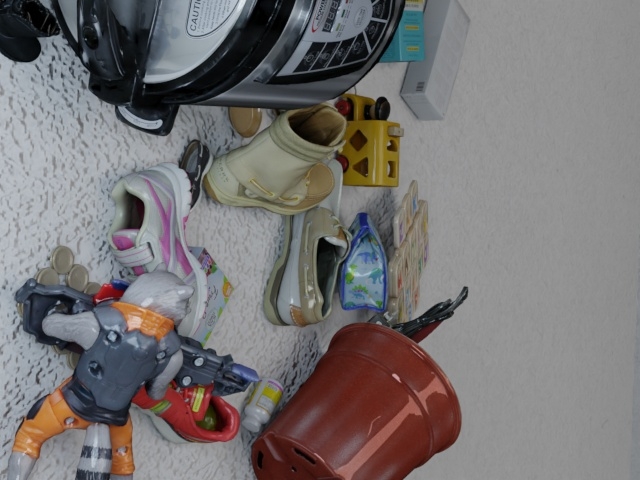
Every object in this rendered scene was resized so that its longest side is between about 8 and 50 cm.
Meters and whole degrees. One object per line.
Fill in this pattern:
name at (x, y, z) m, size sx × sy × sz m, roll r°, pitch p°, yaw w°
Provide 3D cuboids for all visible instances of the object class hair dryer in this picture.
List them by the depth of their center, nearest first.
hair dryer at (0.148, 0.196, 2.007) m, size 0.223 × 0.293 × 0.080 m, roll -14°, pitch 66°, yaw -24°

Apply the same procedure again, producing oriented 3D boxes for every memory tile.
memory tile at (-0.322, 0.088, 1.439) m, size 0.148 × 0.012 × 0.113 m, roll 59°, pitch 45°, yaw -41°

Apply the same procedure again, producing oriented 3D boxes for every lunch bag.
lunch bag at (0.072, 0.035, 1.932) m, size 0.129 × 0.096 × 0.151 m, roll -95°, pitch -172°, yaw -78°

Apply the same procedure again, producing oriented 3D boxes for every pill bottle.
pill bottle at (-0.093, 0.260, 1.776) m, size 0.083 × 0.043 × 0.043 m, roll -61°, pitch 139°, yaw -34°

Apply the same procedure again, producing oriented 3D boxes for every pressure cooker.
pressure cooker at (-0.132, -0.340, 1.394) m, size 0.420 × 0.375 × 0.370 m, roll -6°, pitch 72°, yaw -57°

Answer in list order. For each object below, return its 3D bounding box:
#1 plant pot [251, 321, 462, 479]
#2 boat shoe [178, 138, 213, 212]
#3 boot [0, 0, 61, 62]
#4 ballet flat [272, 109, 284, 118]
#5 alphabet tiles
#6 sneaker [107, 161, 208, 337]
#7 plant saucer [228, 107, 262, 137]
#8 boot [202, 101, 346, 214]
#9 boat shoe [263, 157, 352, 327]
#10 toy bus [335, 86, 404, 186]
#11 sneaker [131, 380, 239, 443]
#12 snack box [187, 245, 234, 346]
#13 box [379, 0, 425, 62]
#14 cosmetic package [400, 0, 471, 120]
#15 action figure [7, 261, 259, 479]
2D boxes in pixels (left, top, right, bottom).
plant pot at (0.044, 0.317, 1.819) m, size 0.265 × 0.272 × 0.272 m, roll -40°, pitch 125°, yaw -39°
boat shoe at (-0.188, -0.089, 1.605) m, size 0.038 × 0.046 × 0.125 m, roll 53°, pitch 46°, yaw -44°
boot at (-0.343, -0.246, 1.304) m, size 0.121 × 0.099 × 0.045 m, roll 39°, pitch 62°, yaw -51°
ballet flat at (-0.075, -0.304, 1.723) m, size 0.106 × 0.107 × 0.316 m, roll -47°, pitch 131°, yaw -28°
alphabet tiles at (0.168, 0.041, 2.116) m, size 0.284 × 0.021 × 0.278 m, roll -59°, pitch 151°, yaw -57°
sneaker at (-0.229, 0.020, 1.498) m, size 0.111 × 0.103 × 0.252 m, roll -3°, pitch 79°, yaw -51°
plant saucer at (-0.119, -0.199, 1.733) m, size 0.083 × 0.015 × 0.083 m, roll -7°, pitch 99°, yaw -57°
boot at (-0.024, -0.126, 1.688) m, size 0.262 × 0.203 × 0.095 m, roll 3°, pitch 62°, yaw -48°
boat shoe at (0.000, 0.000, 1.849) m, size 0.113 × 0.103 × 0.302 m, roll 35°, pitch 63°, yaw -53°
toy bus at (0.093, -0.185, 1.983) m, size 0.191 × 0.104 × 0.202 m, roll -61°, pitch 139°, yaw -35°
sneaker at (-0.202, 0.195, 1.530) m, size 0.279 × 0.118 × 0.107 m, roll 46°, pitch 55°, yaw -45°
snack box at (-0.187, 0.093, 1.624) m, size 0.100 × 0.037 × 0.141 m, roll 60°, pitch 45°, yaw -42°
box at (0.143, -0.454, 2.084) m, size 0.100 × 0.060 × 0.244 m, roll -16°, pitch 105°, yaw -56°
cosmetic package at (0.229, -0.364, 2.224) m, size 0.099 × 0.060 × 0.239 m, roll 42°, pitch 57°, yaw -48°
action figure at (-0.219, 0.192, 1.370) m, size 0.341 × 0.178 × 0.330 m, roll 17°, pitch 98°, yaw -27°
